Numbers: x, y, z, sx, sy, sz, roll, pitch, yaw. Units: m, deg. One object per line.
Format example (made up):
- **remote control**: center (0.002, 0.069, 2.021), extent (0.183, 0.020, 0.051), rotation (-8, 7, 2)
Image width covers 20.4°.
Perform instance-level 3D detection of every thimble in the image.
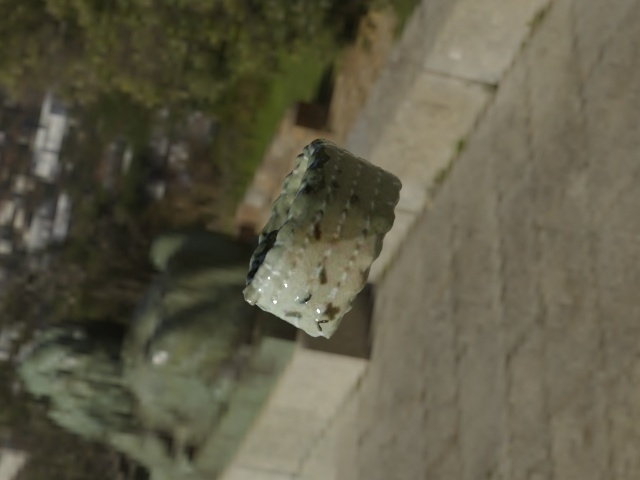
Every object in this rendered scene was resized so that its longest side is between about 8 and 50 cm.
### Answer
- **thimble**: center (0.000, 0.000, 1.042), extent (0.110, 0.062, 0.084), rotation (-69, 10, -21)
